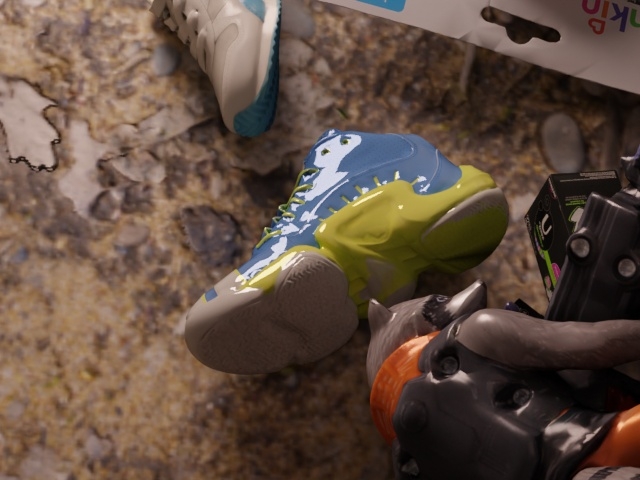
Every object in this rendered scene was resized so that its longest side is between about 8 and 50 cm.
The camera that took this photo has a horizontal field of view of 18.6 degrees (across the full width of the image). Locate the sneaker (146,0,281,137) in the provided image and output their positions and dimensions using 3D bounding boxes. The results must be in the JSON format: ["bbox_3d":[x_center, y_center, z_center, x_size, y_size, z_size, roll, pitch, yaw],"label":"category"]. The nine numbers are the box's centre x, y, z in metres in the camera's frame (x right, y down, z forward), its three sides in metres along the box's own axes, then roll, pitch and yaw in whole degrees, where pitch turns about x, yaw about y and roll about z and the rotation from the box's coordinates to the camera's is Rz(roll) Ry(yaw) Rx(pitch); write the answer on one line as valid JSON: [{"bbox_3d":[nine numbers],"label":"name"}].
[{"bbox_3d":[-0.075,-0.165,1.368,0.092,0.087,0.229,-4,54,-7],"label":"sneaker"}]

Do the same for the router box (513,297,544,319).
[{"bbox_3d":[0.128,0.110,1.274,0.092,0.038,0.122,38,60,9],"label":"router box"}]

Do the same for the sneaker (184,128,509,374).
[{"bbox_3d":[0.000,0.000,1.297,0.240,0.091,0.126,-22,49,-22],"label":"sneaker"}]

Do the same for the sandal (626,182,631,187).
[{"bbox_3d":[0.266,-0.049,1.396,0.067,0.040,0.179,34,59,8],"label":"sandal"}]

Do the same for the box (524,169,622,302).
[{"bbox_3d":[0.180,0.003,1.334,0.052,0.062,0.083,-4,61,-16],"label":"box"}]

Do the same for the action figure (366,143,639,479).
[{"bbox_3d":[0.152,0.081,1.096,0.178,0.341,0.330,6,10,-44],"label":"action figure"}]

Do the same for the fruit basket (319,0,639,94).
[{"bbox_3d":[0.185,-0.289,1.448,0.327,0.165,0.353,17,62,-3],"label":"fruit basket"}]
